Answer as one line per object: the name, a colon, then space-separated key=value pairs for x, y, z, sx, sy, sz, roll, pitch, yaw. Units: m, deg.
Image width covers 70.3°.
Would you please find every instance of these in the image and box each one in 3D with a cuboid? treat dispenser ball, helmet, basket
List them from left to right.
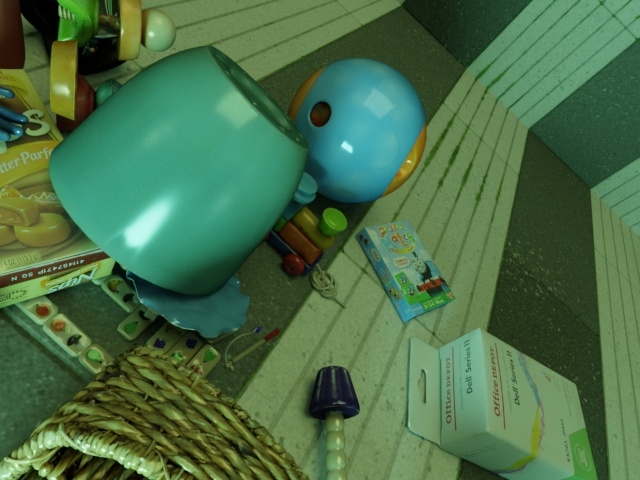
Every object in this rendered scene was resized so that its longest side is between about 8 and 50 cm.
helmet: x=-0.409 y=-0.387 z=0.775 sx=0.169 sy=0.169 sz=0.162 roll=-34 pitch=98 yaw=-48
basket: x=-0.153 y=0.279 z=0.418 sx=0.299 sy=0.213 sz=0.223 roll=44 pitch=41 yaw=-2
treat dispenser ball: x=0.071 y=-0.220 z=0.934 sx=0.288 sy=0.288 sz=0.288 roll=21 pitch=47 yaw=-25

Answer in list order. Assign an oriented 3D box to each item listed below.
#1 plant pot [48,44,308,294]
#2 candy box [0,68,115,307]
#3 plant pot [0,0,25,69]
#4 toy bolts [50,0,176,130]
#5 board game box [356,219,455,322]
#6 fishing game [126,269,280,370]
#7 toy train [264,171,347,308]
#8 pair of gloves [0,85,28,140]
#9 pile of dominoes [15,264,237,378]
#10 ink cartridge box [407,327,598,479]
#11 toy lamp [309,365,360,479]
plant pot: x=-0.159 y=-0.111 z=0.622 sx=0.293 sy=0.235 sz=0.293 roll=44 pitch=16 yaw=-16
candy box: x=-0.414 y=-0.076 z=0.574 sx=0.182 sy=0.087 sz=0.317 roll=-20 pitch=70 yaw=-45
plant pot: x=-0.537 y=-0.368 z=0.596 sx=0.274 sy=0.243 sz=0.275 roll=21 pitch=46 yaw=-24
toy bolts: x=-0.308 y=-0.236 z=0.686 sx=0.158 sy=0.228 sz=0.218 roll=2 pitch=59 yaw=-28
board game box: x=0.188 y=0.059 z=0.995 sx=0.160 sy=0.039 sz=0.212 roll=-11 pitch=65 yaw=-43
fishing game: x=-0.186 y=0.071 z=0.647 sx=0.264 sy=0.041 sz=0.189 roll=43 pitch=22 yaw=11
toy train: x=0.000 y=0.000 z=0.811 sx=0.248 sy=0.143 sz=0.105 roll=45 pitch=42 yaw=-1
pair of gloves: x=-0.450 y=-0.138 z=0.517 sx=0.159 sy=0.023 sz=0.198 roll=33 pitch=46 yaw=-10
pile of dominoes: x=-0.244 y=0.093 z=0.621 sx=0.251 sy=0.040 sz=0.196 roll=43 pitch=42 yaw=-3
ink cartridge box: x=0.337 y=0.310 z=0.856 sx=0.353 sy=0.119 sz=0.207 roll=30 pitch=44 yaw=-17
toy lamp: x=0.024 y=0.315 z=0.635 sx=0.080 sy=0.080 sz=0.275 roll=18 pitch=49 yaw=-27
